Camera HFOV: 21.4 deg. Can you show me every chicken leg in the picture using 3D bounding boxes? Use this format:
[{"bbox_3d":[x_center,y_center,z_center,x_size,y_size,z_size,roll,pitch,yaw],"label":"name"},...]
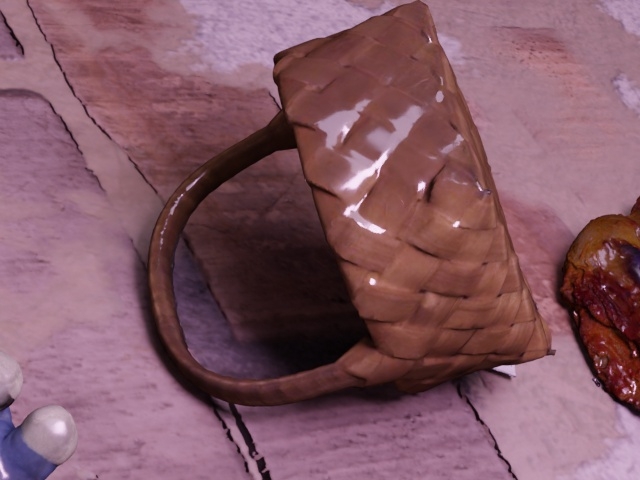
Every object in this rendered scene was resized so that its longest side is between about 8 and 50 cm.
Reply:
[{"bbox_3d":[0.324,0.056,1.660,0.177,0.083,0.322,13,40,-29],"label":"chicken leg"}]

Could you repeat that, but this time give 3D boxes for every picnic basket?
[{"bbox_3d":[0.000,0.000,1.422,0.337,0.337,0.293,4,49,-24],"label":"picnic basket"}]

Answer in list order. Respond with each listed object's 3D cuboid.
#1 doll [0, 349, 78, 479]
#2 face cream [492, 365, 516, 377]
[{"bbox_3d":[-0.246,0.211,1.105,0.228,0.154,0.258,-26,45,-6],"label":"doll"},{"bbox_3d":[0.169,0.084,1.579,0.038,0.020,0.115,21,41,-5],"label":"face cream"}]
